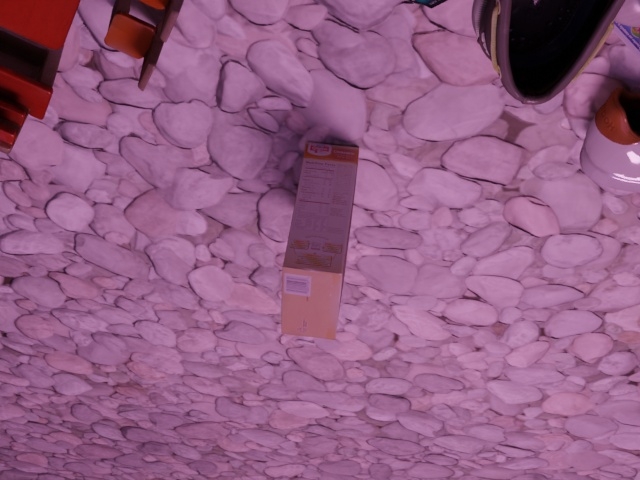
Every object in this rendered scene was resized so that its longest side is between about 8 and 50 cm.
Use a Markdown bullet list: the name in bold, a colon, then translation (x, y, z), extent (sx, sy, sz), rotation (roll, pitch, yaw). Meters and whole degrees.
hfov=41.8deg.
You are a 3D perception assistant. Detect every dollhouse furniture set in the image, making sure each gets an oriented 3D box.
- **dollhouse furniture set**: translation (-0.284, -0.215, 0.808), extent (0.262, 0.135, 0.259), rotation (23, 142, -17)

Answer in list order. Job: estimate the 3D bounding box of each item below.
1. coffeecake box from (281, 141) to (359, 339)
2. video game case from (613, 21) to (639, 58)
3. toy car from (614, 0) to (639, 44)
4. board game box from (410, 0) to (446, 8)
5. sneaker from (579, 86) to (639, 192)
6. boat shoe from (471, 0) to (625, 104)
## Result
- **coffeecake box**: translation (0.000, 0.000, 0.991), extent (0.068, 0.185, 0.142), rotation (7, 143, 3)
- **video game case**: translation (0.323, -0.224, 0.765), extent (0.087, 0.011, 0.122), rotation (33, 137, -30)
- **toy car**: translation (0.326, -0.192, 0.681), extent (0.159, 0.136, 0.182), rotation (-25, 132, 38)
- **board game box**: translation (0.090, -0.249, 0.690), extent (0.126, 0.026, 0.186), rotation (18, 172, -21)
- **sneaker**: translation (0.419, -0.094, 0.837), extent (0.290, 0.106, 0.123), rotation (6, 146, 6)
- **boat shoe**: translation (0.181, -0.229, 0.550), extent (0.109, 0.091, 0.305), rotation (6, 136, -8)
